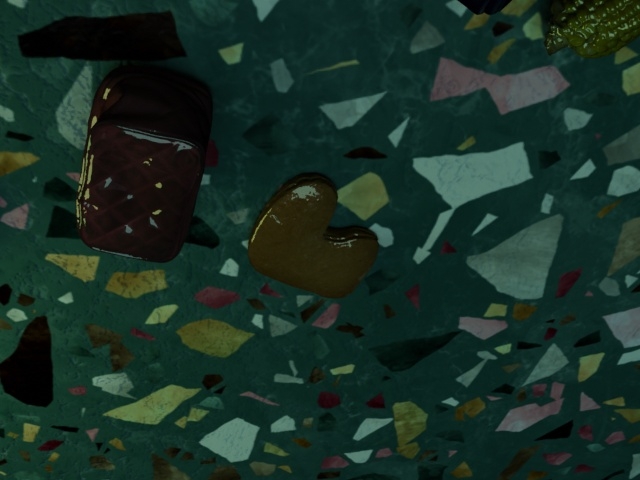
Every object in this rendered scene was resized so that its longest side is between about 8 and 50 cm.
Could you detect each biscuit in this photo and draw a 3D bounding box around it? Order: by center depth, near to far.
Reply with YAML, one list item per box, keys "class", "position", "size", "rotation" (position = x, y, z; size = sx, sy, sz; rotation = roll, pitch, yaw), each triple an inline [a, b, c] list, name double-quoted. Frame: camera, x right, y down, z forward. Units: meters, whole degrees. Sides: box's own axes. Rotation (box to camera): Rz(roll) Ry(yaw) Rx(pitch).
- class: "biscuit"
  position: [0.000, 0.000, 1.086]
  size: [0.192, 0.036, 0.186]
  rotation: [22, 125, -24]

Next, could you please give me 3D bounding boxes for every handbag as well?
- class: "handbag"
  position: [-0.213, -0.090, 0.921]
  size: [0.146, 0.135, 0.225]
  rotation: [10, 134, -15]

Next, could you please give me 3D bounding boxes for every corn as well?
- class: "corn"
  position: [0.360, -0.284, 0.827]
  size: [0.262, 0.097, 0.097]
  rotation: [-32, 127, 20]

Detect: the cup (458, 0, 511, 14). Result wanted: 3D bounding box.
- class: "cup"
  position: [0.104, -0.332, 0.679]
  size: [0.256, 0.255, 0.178]
  rotation: [41, 101, 1]
